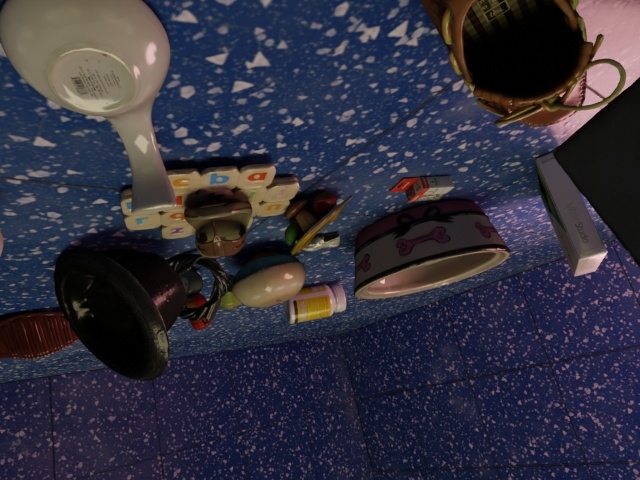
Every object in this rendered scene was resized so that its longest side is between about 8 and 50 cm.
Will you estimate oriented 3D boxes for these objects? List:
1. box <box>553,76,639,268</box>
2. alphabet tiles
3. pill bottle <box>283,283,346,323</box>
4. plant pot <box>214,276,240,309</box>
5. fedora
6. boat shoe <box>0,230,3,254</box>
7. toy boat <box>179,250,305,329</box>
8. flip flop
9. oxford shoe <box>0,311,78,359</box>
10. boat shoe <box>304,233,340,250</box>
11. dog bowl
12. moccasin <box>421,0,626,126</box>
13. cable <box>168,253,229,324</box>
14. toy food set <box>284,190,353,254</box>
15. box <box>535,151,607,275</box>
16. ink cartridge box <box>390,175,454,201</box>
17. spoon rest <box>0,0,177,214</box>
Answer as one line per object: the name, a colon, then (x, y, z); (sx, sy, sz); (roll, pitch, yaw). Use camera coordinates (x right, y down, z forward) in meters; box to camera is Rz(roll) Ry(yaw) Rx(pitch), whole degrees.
box: (0.578, -0.171, 0.377); (0.472, 0.297, 0.480); (-29, 167, -16)
alphabet tiles: (-0.186, -0.063, 0.787); (0.285, 0.021, 0.278); (-7, 164, -19)
pill bottle: (-0.021, 0.223, 1.647); (0.209, 0.119, 0.119); (-8, 162, -15)
plant pot: (-0.262, 0.142, 1.300); (0.084, 0.083, 0.079); (-9, 150, -14)
fedora: (-0.383, 0.127, 0.936); (0.334, 0.334, 0.152); (-30, -173, 43)
boat shoe: (-0.589, 0.024, 0.626); (0.341, 0.127, 0.158); (-3, 168, -7)
toy boat: (-0.195, 0.104, 1.150); (0.319, 0.148, 0.267); (-19, 169, -8)
flip flop: (-0.179, -0.003, 0.816); (0.113, 0.080, 0.277); (-8, 165, -17)
oxford shoe: (-0.802, 0.246, 1.204); (0.349, 0.122, 0.130); (-9, -171, -18)
boat shoe: (0.000, 0.000, 1.118); (0.100, 0.035, 0.035); (-6, 134, -11)
dog bowl: (0.270, 0.029, 1.210); (0.409, 0.150, 0.408); (-11, 163, -4)
moccasin: (0.213, -0.192, 0.471); (0.139, 0.146, 0.380); (-22, 161, 26)
cable: (-0.290, 0.101, 1.051); (0.184, 0.151, 0.047); (-65, 173, 24)
toy food set: (-0.022, -0.047, 0.900); (0.128, 0.071, 0.218); (-41, 177, -20)
box: (0.567, -0.048, 1.051); (0.059, 0.232, 0.322); (-22, 161, 21)
ink cartridge box: (0.208, -0.105, 0.940); (0.115, 0.029, 0.063); (-7, 162, -23)
spoon rest: (-0.212, -0.137, 0.475); (0.138, 0.084, 0.276); (-11, 149, -11)
